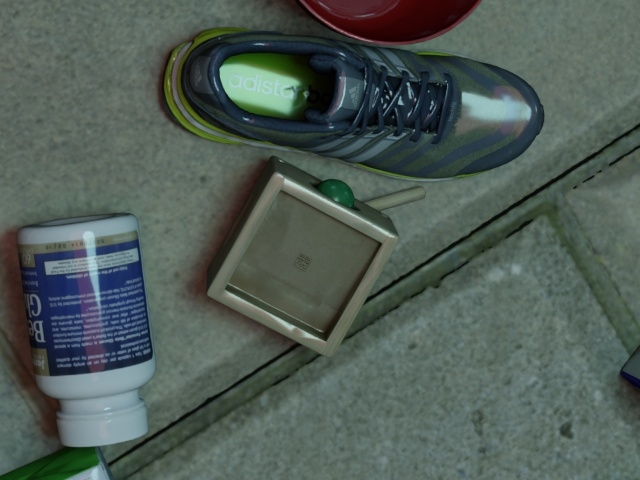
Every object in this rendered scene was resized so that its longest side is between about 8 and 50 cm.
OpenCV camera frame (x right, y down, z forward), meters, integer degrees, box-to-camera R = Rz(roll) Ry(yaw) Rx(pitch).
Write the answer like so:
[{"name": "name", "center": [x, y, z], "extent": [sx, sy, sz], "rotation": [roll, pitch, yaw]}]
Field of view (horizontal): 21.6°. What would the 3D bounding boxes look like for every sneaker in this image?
[{"name": "sneaker", "center": [0.031, -0.103, 1.290], "extent": [0.300, 0.121, 0.111], "rotation": [4, 94, -10]}]

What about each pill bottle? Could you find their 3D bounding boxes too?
[{"name": "pill bottle", "center": [-0.176, 0.068, 1.282], "extent": [0.094, 0.094, 0.169], "rotation": [-8, 95, -9]}]

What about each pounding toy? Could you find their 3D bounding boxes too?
[{"name": "pounding toy", "center": [0.000, 0.000, 1.316], "extent": [0.130, 0.100, 0.141], "rotation": [28, 100, -10]}]

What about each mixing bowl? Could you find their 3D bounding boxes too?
[{"name": "mixing bowl", "center": [0.038, -0.226, 1.286], "extent": [0.181, 0.098, 0.181], "rotation": [2, 82, -14]}]

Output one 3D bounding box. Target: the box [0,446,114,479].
[{"name": "box", "center": [-0.244, 0.312, 1.271], "extent": [0.262, 0.127, 0.231], "rotation": [-24, 98, -7]}]

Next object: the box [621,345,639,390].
[{"name": "box", "center": [0.329, 0.133, 1.354], "extent": [0.137, 0.126, 0.072], "rotation": [41, 88, -9]}]
